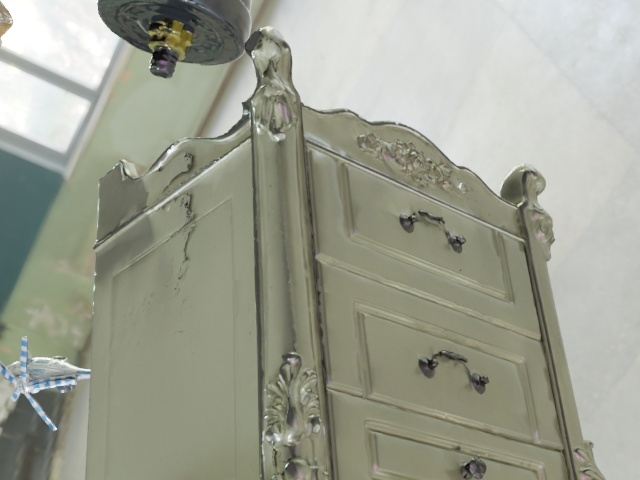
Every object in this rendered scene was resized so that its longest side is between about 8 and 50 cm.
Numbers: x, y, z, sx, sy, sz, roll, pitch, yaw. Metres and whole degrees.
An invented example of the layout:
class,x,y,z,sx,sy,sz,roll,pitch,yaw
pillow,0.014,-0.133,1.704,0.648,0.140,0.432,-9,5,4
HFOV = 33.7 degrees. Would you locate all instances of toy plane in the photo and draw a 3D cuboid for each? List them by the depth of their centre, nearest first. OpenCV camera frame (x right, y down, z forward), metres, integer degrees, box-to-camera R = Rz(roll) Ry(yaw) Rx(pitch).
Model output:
class,x,y,z,sx,sy,sz,roll,pitch,yaw
toy plane,-0.454,0.229,1.881,0.273,0.182,0.107,-23,10,23

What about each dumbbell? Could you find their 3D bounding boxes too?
class,x,y,z,sx,sy,sz,roll,pitch,yaw
dumbbell,-0.149,-0.377,1.284,0.185,0.185,0.388,-25,51,64

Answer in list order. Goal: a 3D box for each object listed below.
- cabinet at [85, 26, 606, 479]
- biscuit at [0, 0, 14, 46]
class,x,y,z,sx,sy,sz,roll,pitch,yaw
cabinet,0.014,0.081,0.716,0.227,0.290,0.318,-32,50,39
biscuit,-0.636,-0.413,1.680,0.057,0.351,0.312,-41,43,14
